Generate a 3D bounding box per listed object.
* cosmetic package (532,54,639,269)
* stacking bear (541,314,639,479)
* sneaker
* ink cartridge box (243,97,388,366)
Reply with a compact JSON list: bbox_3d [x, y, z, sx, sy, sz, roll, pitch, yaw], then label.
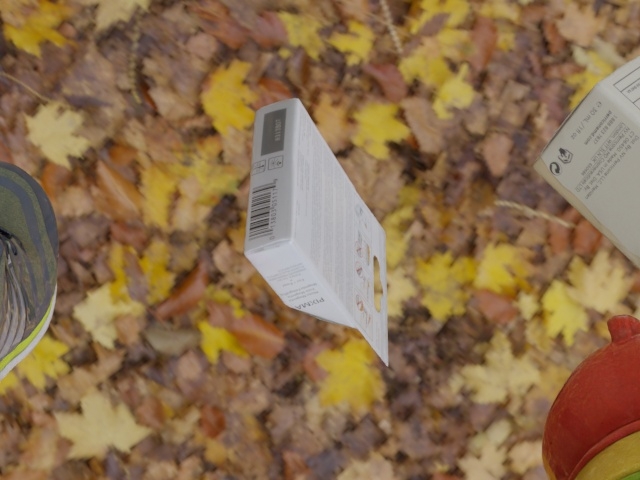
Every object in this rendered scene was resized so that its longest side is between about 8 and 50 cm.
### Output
[{"bbox_3d":[0.350,-0.018,1.184,0.160,0.309,0.113,-31,162,-44],"label":"cosmetic package"},{"bbox_3d":[0.178,0.156,0.690,0.164,0.289,0.175,-34,116,22],"label":"stacking bear"},{"bbox_3d":[-0.211,0.024,0.826,0.111,0.300,0.121,19,120,-8],"label":"sneaker"},{"bbox_3d":[0.000,0.000,1.434,0.066,0.189,0.232,-13,139,17],"label":"ink cartridge box"}]
